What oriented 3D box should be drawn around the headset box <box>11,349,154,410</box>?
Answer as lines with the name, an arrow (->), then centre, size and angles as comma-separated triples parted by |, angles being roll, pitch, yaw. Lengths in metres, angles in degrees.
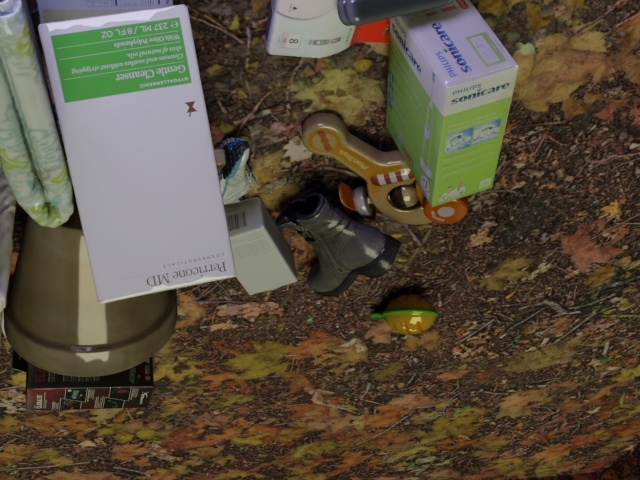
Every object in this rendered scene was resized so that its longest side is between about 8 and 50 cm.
headset box -> -0.528, 0.256, 1.795 | 0.293, 0.218, 0.110 | 3, 142, -19

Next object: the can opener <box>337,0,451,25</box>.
can opener -> 0.158, -0.382, 1.189 | 0.280, 0.074, 0.093 | -21, 108, -10

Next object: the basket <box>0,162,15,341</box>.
basket -> -0.678, 0.019, 1.332 | 0.331, 0.328, 0.266 | 2, 147, -19

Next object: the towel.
towel -> -0.407, -0.245, 1.031 | 0.090, 0.320, 0.374 | -13, 147, -14

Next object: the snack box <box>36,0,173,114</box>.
snack box -> -0.309, -0.315, 1.181 | 0.187, 0.060, 0.322 | -4, 145, -13

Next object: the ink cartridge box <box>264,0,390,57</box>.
ink cartridge box -> 0.044, -0.361, 1.223 | 0.232, 0.066, 0.189 | 3, 143, -13

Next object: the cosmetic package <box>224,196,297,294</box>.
cosmetic package -> -0.138, 0.016, 1.682 | 0.117, 0.085, 0.231 | -16, 147, 7

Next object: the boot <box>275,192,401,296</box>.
boot -> 0.000, 0.000, 1.677 | 0.223, 0.118, 0.338 | 31, 152, -15

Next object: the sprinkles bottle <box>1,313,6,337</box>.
sprinkles bottle -> -0.488, 0.133, 1.718 | 0.355, 0.121, 0.121 | -6, 145, -9

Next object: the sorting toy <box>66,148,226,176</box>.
sorting toy -> -0.294, -0.148, 1.313 | 0.257, 0.089, 0.255 | -6, -178, -10

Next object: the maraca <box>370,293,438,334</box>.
maraca -> 0.207, 0.185, 2.008 | 0.127, 0.099, 0.186 | 16, 162, -37

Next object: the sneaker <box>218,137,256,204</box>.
sneaker -> -0.154, -0.127, 1.497 | 0.083, 0.071, 0.190 | -1, 153, -25

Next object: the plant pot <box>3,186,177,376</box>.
plant pot -> -0.421, 0.038, 1.477 | 0.323, 0.323, 0.280 | -1, 128, -14

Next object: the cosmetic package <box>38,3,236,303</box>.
cosmetic package -> -0.244, -0.117, 1.111 | 0.197, 0.365, 0.155 | -13, -171, -10

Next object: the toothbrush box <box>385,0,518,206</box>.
toothbrush box -> 0.200, -0.227, 1.307 | 0.122, 0.206, 0.283 | -19, 146, -9

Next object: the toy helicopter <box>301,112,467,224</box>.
toy helicopter -> 0.100, -0.129, 1.537 | 0.355, 0.140, 0.235 | 29, 139, -29
